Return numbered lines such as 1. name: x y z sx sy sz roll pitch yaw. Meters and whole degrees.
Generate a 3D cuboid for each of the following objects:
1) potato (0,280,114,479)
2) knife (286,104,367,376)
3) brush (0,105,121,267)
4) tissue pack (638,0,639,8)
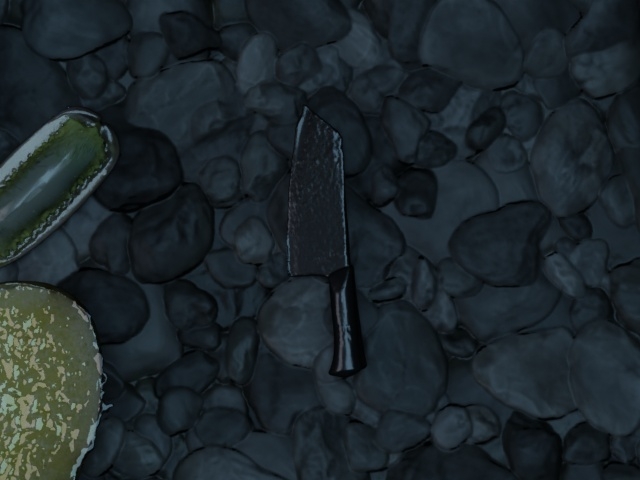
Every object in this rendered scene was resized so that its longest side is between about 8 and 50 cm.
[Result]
1. potato: -0.244 0.133 1.607 0.164 0.081 0.200 8 86 5
2. knife: 0.000 0.000 1.652 0.060 0.028 0.230 -5 88 9
3. brush: -0.289 0.011 1.614 0.313 0.067 0.072 -44 93 -1
4. tissue pack: 0.392 -0.144 1.622 0.242 0.125 0.344 -11 90 -3
